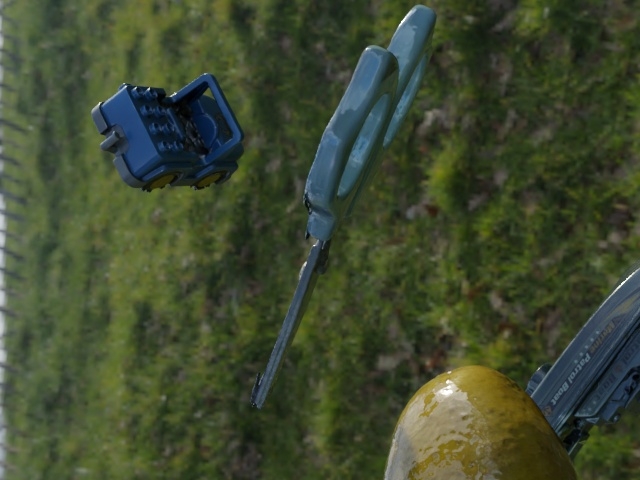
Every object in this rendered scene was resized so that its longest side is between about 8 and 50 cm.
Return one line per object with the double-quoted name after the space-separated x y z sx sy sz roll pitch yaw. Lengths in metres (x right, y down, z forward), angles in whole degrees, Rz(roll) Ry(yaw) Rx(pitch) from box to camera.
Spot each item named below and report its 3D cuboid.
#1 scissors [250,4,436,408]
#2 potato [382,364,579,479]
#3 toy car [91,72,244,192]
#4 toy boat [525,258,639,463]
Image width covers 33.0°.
-0.001 -0.001 0.794 0.191 0.029 0.360 -52 -11 -54 "scissors"
0.131 0.184 0.910 0.203 0.178 0.158 59 -152 -66 "potato"
-0.143 -0.116 1.129 0.191 0.100 0.097 -7 -112 -61 "toy car"
0.348 0.126 1.230 0.296 0.122 0.114 -51 -31 6 "toy boat"
